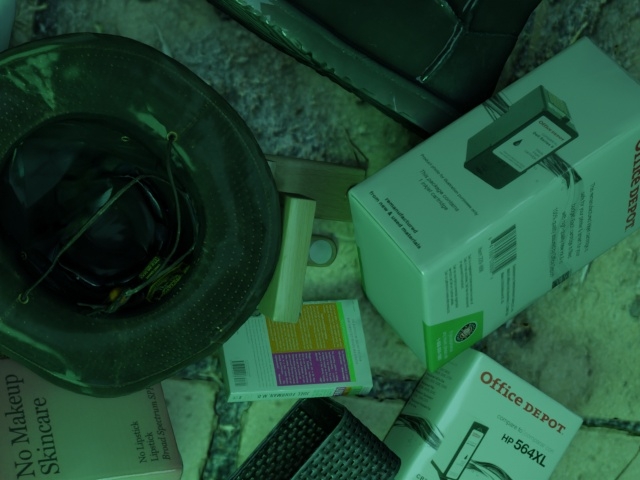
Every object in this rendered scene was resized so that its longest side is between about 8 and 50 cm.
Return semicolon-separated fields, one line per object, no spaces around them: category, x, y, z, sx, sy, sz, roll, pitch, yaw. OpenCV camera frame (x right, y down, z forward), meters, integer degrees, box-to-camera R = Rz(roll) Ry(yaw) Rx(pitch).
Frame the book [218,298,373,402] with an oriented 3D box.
book;-0.027;0.108;1.528;0.144;0.035;0.096;-1;57;-18

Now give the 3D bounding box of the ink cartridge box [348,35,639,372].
ink cartridge box;0.183;-0.033;1.514;0.289;0.211;0.121;-33;61;-14

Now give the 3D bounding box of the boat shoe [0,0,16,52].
boat shoe;-0.363;-0.101;1.385;0.102;0.108;0.301;21;103;12

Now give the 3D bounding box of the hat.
hat;-0.206;-0.032;1.407;0.331;0.134;0.331;-3;101;-15

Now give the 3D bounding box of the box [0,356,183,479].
box;-0.256;0.194;1.404;0.232;0.149;0.127;-5;141;-19

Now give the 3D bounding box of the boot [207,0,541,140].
boot;0.105;-0.357;1.481;0.367;0.146;0.445;30;91;-32

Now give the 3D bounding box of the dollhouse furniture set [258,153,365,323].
dollhouse furniture set;0.000;0.000;1.491;0.123;0.151;0.144;7;96;-20

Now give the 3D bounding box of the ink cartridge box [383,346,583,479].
ink cartridge box;0.150;0.225;1.602;0.148;0.086;0.203;33;86;-19

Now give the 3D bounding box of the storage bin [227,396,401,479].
storage bin;-0.021;0.247;1.525;0.084;0.122;0.180;44;81;-18
